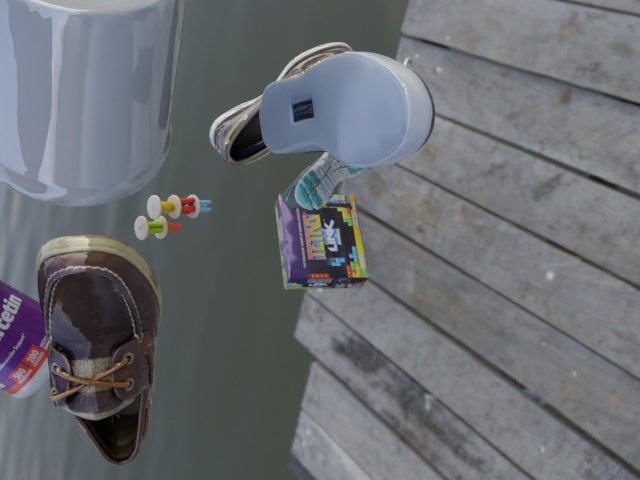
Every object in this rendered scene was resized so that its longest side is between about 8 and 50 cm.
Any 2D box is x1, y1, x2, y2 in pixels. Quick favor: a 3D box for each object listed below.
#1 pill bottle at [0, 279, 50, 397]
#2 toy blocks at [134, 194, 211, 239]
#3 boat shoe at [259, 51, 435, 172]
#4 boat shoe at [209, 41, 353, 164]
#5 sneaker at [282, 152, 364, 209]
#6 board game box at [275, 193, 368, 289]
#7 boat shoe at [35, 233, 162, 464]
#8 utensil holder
[{"bbox_3d":[-0.653,0.155,1.556,0.181,0.323,0.181,-38,30,27],"label":"pill bottle"},{"bbox_3d":[-0.322,-0.052,1.817,0.123,0.148,0.054,-50,58,35],"label":"toy blocks"},{"bbox_3d":[0.063,-0.153,1.010,0.367,0.157,0.135,6,101,63],"label":"boat shoe"},{"bbox_3d":[-0.058,-0.253,1.540,0.324,0.116,0.096,-34,35,-3],"label":"boat shoe"},{"bbox_3d":[0.004,-0.099,1.204,0.076,0.166,0.065,-16,110,53],"label":"sneaker"},{"bbox_3d":[0.000,0.000,1.432,0.048,0.141,0.170,116,150,-56],"label":"board game box"},{"bbox_3d":[-0.229,0.133,0.870,0.342,0.123,0.123,101,163,-49],"label":"boat shoe"},{"bbox_3d":[-0.372,-0.295,1.261,0.385,0.328,0.327,115,142,-50],"label":"utensil holder"}]
